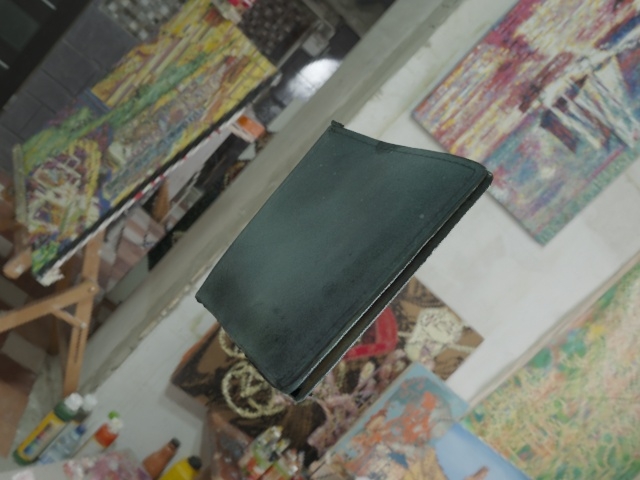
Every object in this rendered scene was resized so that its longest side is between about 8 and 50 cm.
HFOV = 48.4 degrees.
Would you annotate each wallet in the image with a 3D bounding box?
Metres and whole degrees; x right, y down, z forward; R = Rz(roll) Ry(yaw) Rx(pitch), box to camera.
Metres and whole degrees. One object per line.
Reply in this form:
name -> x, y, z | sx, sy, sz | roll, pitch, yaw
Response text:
wallet -> -0.001, -0.001, 0.679 | 0.054, 0.251, 0.290 | 42, -8, -25
